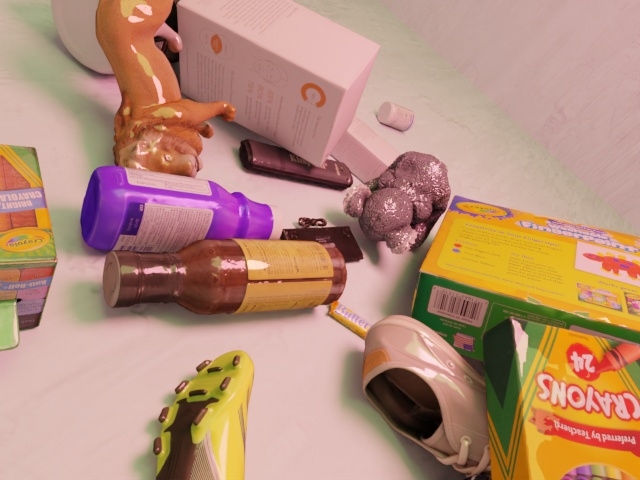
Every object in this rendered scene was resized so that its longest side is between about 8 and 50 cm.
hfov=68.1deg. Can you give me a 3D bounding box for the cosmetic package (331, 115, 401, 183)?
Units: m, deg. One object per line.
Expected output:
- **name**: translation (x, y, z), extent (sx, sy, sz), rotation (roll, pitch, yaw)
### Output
- **cosmetic package**: translation (0.128, -0.207, 1.197), extent (0.231, 0.085, 0.117), rotation (43, 36, 2)

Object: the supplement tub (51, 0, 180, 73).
- **supplement tub**: translation (-0.345, -0.454, 0.953), extent (0.194, 0.193, 0.316), rotation (41, 35, 2)

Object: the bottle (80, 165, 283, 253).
- **bottle**: translation (-0.190, -0.035, 0.698), extent (0.283, 0.118, 0.092), rotation (4, 48, -37)

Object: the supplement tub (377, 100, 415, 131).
- **supplement tub**: translation (0.243, -0.395, 1.511), extent (0.107, 0.071, 0.071), rotation (11, 44, -33)

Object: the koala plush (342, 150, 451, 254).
- **koala plush**: translation (0.156, -0.074, 1.005), extent (0.196, 0.203, 0.221), rotation (46, 48, 10)

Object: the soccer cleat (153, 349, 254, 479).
- **soccer cleat**: translation (-0.118, 0.247, 0.506), extent (0.121, 0.094, 0.289), rotation (57, 22, -29)

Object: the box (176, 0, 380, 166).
- **box**: translation (-0.092, -0.342, 0.953), extent (0.346, 0.215, 0.168), rotation (29, 57, 4)

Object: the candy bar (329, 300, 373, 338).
- **candy bar**: translation (0.080, 0.154, 0.816), extent (0.162, 0.018, 0.040), rotation (35, 36, -6)

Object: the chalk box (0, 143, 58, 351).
- **chalk box**: translation (-0.358, 0.016, 0.484), extent (0.133, 0.132, 0.213), rotation (-2, 52, -42)

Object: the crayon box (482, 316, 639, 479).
- **crayon box**: translation (0.320, 0.271, 0.588), extent (0.203, 0.081, 0.318), rotation (13, 57, -9)

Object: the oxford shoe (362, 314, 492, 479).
- **oxford shoe**: translation (0.235, 0.291, 0.686), extent (0.449, 0.169, 0.130), rotation (38, 38, 7)

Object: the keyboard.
- **keyboard**: translation (0.000, 0.000, 0.911), extent (0.180, 0.023, 0.108), rotation (-3, 59, -44)

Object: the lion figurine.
- **lion figurine**: translation (-0.275, -0.264, 0.765), extent (0.240, 0.142, 0.391), rotation (-31, 101, -51)

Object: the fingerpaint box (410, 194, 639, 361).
- **fingerpaint box**: translation (0.435, 0.094, 0.919), extent (0.445, 0.163, 0.371), rotation (15, 31, 17)

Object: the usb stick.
- **usb stick**: translation (-0.046, -0.161, 1.023), extent (0.278, 0.045, 0.077), rotation (7, 46, -37)

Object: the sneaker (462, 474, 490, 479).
- **sneaker**: translation (0.152, 0.374, 0.569), extent (0.282, 0.099, 0.153), rotation (19, 45, -36)

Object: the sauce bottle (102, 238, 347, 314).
- **sauce bottle**: translation (-0.120, 0.049, 0.675), extent (0.345, 0.111, 0.111), rotation (4, 48, -40)
